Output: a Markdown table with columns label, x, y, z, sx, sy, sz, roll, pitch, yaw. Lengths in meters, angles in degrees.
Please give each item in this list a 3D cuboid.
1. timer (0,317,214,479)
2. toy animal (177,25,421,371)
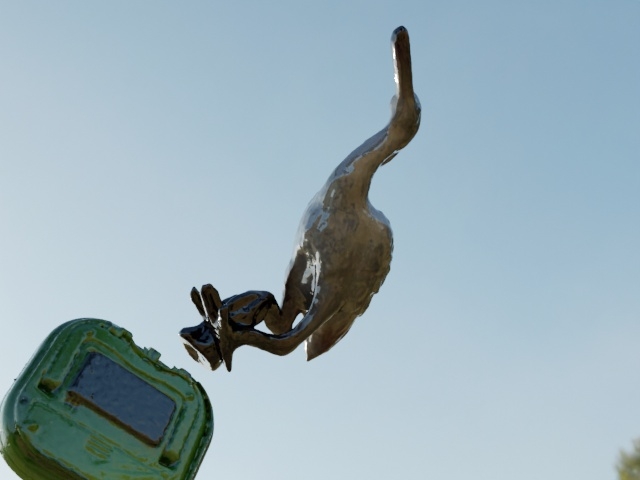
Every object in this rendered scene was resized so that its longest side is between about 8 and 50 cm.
| label | x | y | z | sx | sy | sz | roll | pitch | yaw |
| --- | --- | --- | --- | --- | --- | --- | --- | --- | --- |
| timer | -0.141 | 0.122 | 0.632 | 0.140 | 0.128 | 0.047 | 37 | -48 | -13 |
| toy animal | 0.016 | -0.003 | 0.816 | 0.324 | 0.090 | 0.195 | -52 | -31 | -4 |
